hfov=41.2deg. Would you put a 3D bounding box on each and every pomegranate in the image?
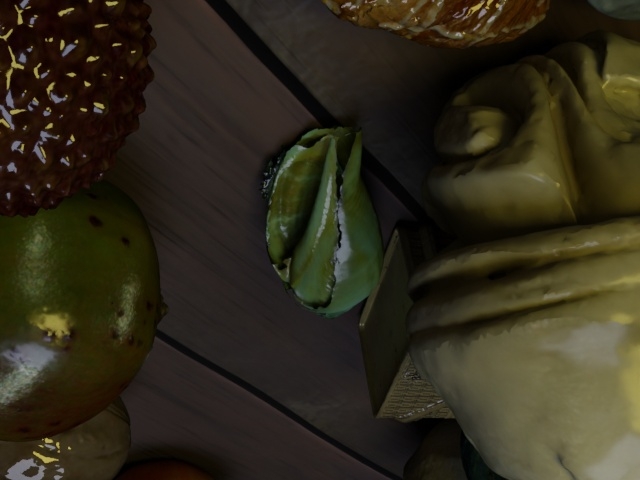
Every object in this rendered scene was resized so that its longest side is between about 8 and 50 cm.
[{"bbox_3d":[-0.213,0.032,0.579,0.198,0.198,0.246,-14,157,11],"label":"pomegranate"}]

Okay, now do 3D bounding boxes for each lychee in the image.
[{"bbox_3d":[-0.175,-0.107,0.446,0.188,0.188,0.188,-3,141,-3],"label":"lychee"}]

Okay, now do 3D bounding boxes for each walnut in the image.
[{"bbox_3d":[-0.261,0.183,0.810,0.162,0.140,0.140,2,140,-19],"label":"walnut"}]

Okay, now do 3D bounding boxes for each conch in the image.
[{"bbox_3d":[0.002,-0.001,0.672,0.095,0.079,0.200,-1,125,15],"label":"conch"}]

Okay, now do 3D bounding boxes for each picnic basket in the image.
[{"bbox_3d":[0.093,0.074,0.739,0.079,0.115,0.164,3,140,-13],"label":"picnic basket"}]

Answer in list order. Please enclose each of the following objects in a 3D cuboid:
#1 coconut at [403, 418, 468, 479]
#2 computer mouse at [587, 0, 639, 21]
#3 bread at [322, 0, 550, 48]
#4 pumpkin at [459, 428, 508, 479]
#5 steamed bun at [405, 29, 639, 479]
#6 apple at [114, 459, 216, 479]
[{"bbox_3d":[0.194,0.305,0.938,0.202,0.202,0.222,-13,100,9],"label":"coconut"},{"bbox_3d":[0.191,-0.186,0.425,0.128,0.079,0.231,-3,168,6],"label":"computer mouse"},{"bbox_3d":[0.046,-0.163,0.480,0.233,0.076,0.105,15,138,-26],"label":"bread"},{"bbox_3d":[0.303,0.191,0.745,0.263,0.197,0.293,41,92,-23],"label":"pumpkin"},{"bbox_3d":[0.152,0.009,0.542,0.203,0.289,0.276,21,168,12],"label":"steamed bun"},{"bbox_3d":[-0.181,0.362,1.007,0.199,0.199,0.199,-3,141,-3],"label":"apple"}]
